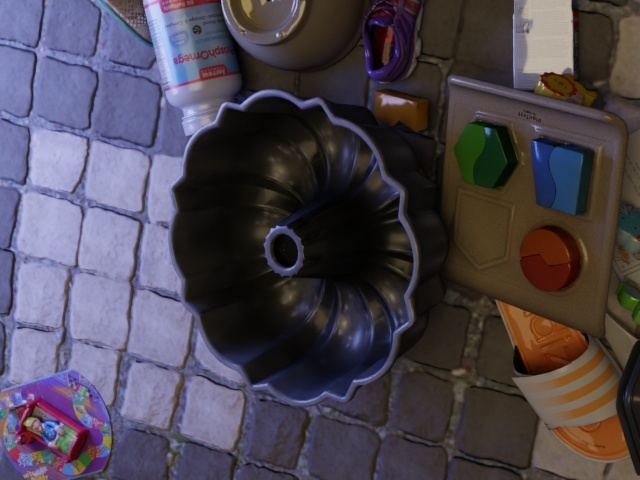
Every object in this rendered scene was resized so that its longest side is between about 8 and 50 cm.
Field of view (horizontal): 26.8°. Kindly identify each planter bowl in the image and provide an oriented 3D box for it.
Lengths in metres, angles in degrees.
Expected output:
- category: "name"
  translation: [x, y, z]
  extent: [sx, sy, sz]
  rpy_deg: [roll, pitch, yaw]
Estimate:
- category: "planter bowl"
  translation: [-0.039, -0.256, 1.411]
  extent: [0.162, 0.109, 0.162]
  rpy_deg: [4, 100, 21]

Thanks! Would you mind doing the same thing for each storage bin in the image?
- category: "storage bin"
  translation: [0.351, 0.164, 1.294]
  extent: [0.091, 0.098, 0.135]
  rpy_deg: [6, 138, 31]

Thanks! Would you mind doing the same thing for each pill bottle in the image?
- category: "pill bottle"
  translation: [-0.135, -0.199, 1.472]
  extent: [0.087, 0.087, 0.160]
  rpy_deg: [-12, 95, 24]

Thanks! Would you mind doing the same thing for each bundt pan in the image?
- category: "bundt pan"
  translation: [0.000, 0.000, 1.405]
  extent: [0.330, 0.124, 0.331]
  rpy_deg: [10, 107, 37]

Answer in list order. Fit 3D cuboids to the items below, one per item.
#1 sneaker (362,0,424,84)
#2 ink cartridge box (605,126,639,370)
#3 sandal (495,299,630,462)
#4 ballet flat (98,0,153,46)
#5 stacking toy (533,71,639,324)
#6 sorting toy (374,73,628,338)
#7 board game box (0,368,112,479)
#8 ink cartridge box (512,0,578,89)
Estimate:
- category: "sneaker"
  translation: [0.076, -0.245, 1.387]
  extent: [0.068, 0.071, 0.170]
  rpy_deg: [4, 100, 21]
- category: "ink cartridge box"
  translation: [0.375, 0.022, 1.315]
  extent: [0.261, 0.066, 0.296]
  rpy_deg: [-32, 86, 49]
- category: "sandal"
  translation: [0.234, 0.117, 1.381]
  extent: [0.102, 0.076, 0.265]
  rpy_deg: [-30, 87, 25]
- category: "ballet flat"
  translation: [-0.244, -0.303, 1.511]
  extent: [0.206, 0.073, 0.067]
  rpy_deg: [40, 97, 7]
- category: "stacking toy"
  translation: [0.270, -0.037, 1.305]
  extent: [0.221, 0.052, 0.167]
  rpy_deg: [42, 134, 22]
- category: "sorting toy"
  translation: [0.161, -0.046, 1.339]
  extent: [0.307, 0.041, 0.229]
  rpy_deg: [21, 120, 42]
- category: "board game box"
  translation: [-0.338, 0.238, 1.660]
  extent: [0.168, 0.033, 0.133]
  rpy_deg: [-17, 92, 24]
- category: "ink cartridge box"
  translation: [0.227, -0.210, 1.354]
  extent: [0.062, 0.029, 0.115]
  rpy_deg: [2, 99, 22]
